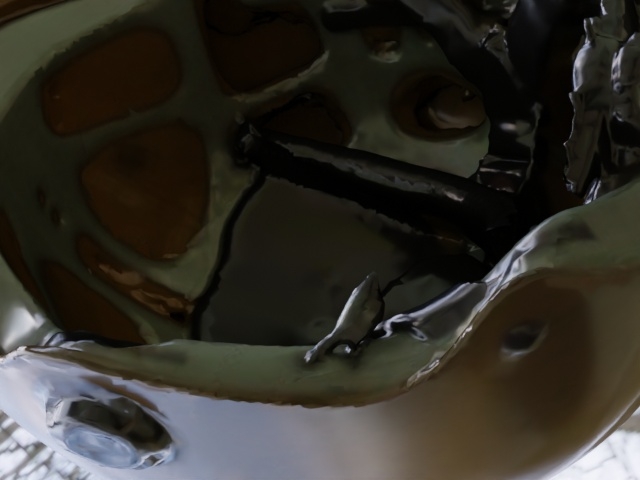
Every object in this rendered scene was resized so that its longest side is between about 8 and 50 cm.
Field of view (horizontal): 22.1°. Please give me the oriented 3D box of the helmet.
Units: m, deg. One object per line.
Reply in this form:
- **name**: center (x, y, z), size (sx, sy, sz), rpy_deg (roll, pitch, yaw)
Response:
- **helmet**: center (0.000, 0.000, 0.439), size (0.224, 0.130, 0.198), rpy_deg (-1, -137, 20)
